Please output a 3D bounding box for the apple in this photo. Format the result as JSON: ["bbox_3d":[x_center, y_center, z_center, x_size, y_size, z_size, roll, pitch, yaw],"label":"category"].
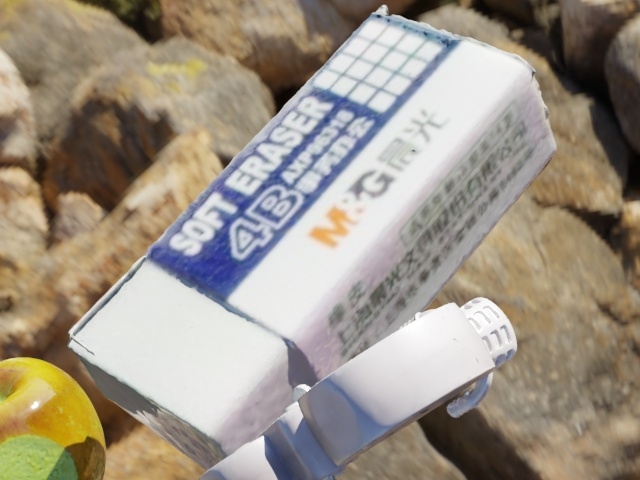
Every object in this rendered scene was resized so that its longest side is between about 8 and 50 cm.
[{"bbox_3d":[-0.186,0.124,1.044,0.114,0.099,0.102,-11,109,-17],"label":"apple"}]

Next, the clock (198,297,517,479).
[{"bbox_3d":[0.013,0.062,0.626,0.129,0.087,0.041,-39,80,37],"label":"clock"}]

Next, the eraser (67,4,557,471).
[{"bbox_3d":[0.000,0.000,1.002,0.130,0.086,0.287,29,67,34],"label":"eraser"}]
